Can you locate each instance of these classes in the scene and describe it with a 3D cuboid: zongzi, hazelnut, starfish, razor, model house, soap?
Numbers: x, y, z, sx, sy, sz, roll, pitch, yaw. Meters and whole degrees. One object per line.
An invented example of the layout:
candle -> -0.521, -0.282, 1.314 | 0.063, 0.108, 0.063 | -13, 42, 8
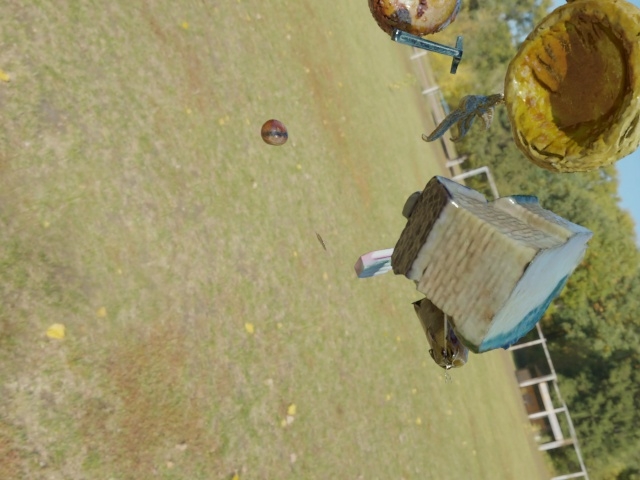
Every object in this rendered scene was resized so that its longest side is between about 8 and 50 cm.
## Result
zongzi -> 0.358, 0.185, 1.490 | 0.111, 0.241, 0.248 | 52, 15, -27
hazelnut -> -0.137, -0.319, 1.845 | 0.086, 0.086, 0.086 | -18, 90, -76
starfish -> 0.469, -0.378, 1.834 | 0.375, 0.326, 0.095 | -2, 75, -58
razor -> 0.180, -0.314, 0.999 | 0.190, 0.033, 0.066 | -3, 108, -45
model house -> 0.287, 0.015, 1.117 | 0.284, 0.243, 0.298 | 42, 27, 29
soap -> 0.193, 0.081, 2.175 | 0.056, 0.149, 0.100 | 63, -33, 30

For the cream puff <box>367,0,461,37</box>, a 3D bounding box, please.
cream puff -> 0.218, -0.587, 1.452 | 0.164, 0.239, 0.240 | -156, -134, -81

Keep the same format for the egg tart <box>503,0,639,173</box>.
egg tart -> 0.587, -0.333, 1.373 | 0.168, 0.387, 0.388 | -7, 77, -38

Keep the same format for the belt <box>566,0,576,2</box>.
belt -> 0.583, -0.546, 1.369 | 0.083, 0.036, 0.059 | 20, -54, 51

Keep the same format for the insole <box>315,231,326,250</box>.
insole -> 0.000, 0.000, 1.430 | 0.135, 0.002, 0.045 | -128, -165, -78
